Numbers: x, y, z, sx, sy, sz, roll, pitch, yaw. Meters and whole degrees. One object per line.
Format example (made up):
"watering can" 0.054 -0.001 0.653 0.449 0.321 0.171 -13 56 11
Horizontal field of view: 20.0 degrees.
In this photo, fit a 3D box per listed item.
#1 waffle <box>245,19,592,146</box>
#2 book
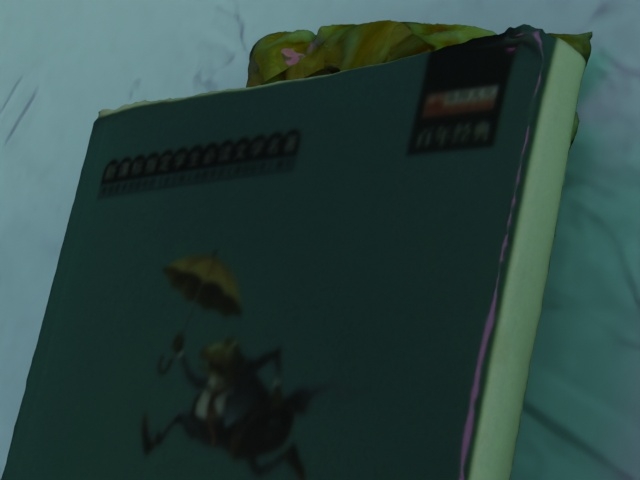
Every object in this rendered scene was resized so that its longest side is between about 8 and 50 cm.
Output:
"waffle" -0.002 -0.001 0.734 0.223 0.054 0.204 8 74 48
"book" -0.040 0.117 0.647 0.264 0.031 0.379 -6 67 46
